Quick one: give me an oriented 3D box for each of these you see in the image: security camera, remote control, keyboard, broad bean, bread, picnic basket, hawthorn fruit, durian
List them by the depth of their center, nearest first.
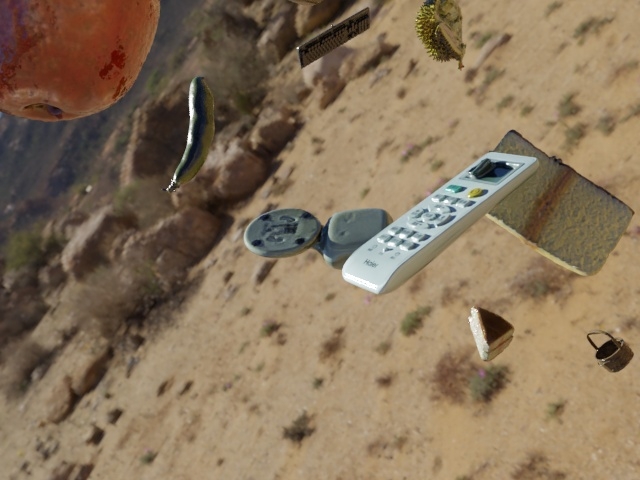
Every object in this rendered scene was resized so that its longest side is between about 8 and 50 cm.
[{"bbox_3d":[-0.354,-0.291,1.094,0.284,0.284,0.284,-50,15,18],"label":"hawthorn fruit"},{"bbox_3d":[0.162,-0.024,1.125,0.293,0.051,0.103,-38,27,-18],"label":"remote control"},{"bbox_3d":[0.268,0.143,1.306,0.109,0.062,0.043,-99,16,-60],"label":"bread"},{"bbox_3d":[0.363,-0.054,1.366,0.135,0.240,0.178,-57,-11,6],"label":"bread"},{"bbox_3d":[-0.226,-0.188,1.512,0.039,0.069,0.226,77,-154,-73],"label":"broad bean"},{"bbox_3d":[0.534,0.199,1.580,0.072,0.083,0.072,-41,7,6],"label":"picnic basket"},{"bbox_3d":[0.000,0.000,1.674,0.157,0.302,0.080,-80,-14,-52],"label":"security camera"},{"bbox_3d":[0.277,-0.469,1.915,0.102,0.208,0.146,-5,49,35],"label":"durian"},{"bbox_3d":[0.037,-0.537,2.242,0.230,0.025,0.093,-33,-26,-12],"label":"keyboard"}]

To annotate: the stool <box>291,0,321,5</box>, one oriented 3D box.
[{"bbox_3d":[-0.102,-0.673,2.010,0.264,0.179,0.179,0,-39,-49],"label":"stool"}]
